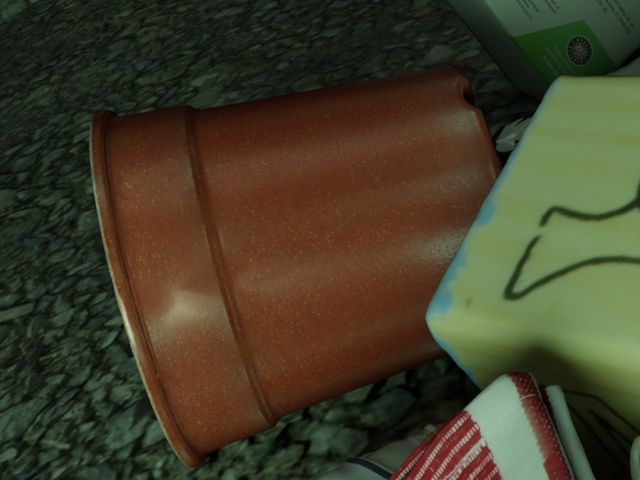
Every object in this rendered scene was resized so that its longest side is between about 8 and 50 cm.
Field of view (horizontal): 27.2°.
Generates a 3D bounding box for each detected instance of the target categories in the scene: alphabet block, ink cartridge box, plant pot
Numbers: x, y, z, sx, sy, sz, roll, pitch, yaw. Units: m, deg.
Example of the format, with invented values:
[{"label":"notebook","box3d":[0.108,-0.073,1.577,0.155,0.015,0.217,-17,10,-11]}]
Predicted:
[{"label":"alphabet block","box3d":[0.213,0.034,0.735,0.197,0.193,0.192,8,61,47]},{"label":"ink cartridge box","box3d":[0.255,-0.290,1.252,0.273,0.198,0.115,-44,27,-2]},{"label":"plant pot","box3d":[0.000,0.000,0.971,0.265,0.272,0.272,-16,27,2]}]

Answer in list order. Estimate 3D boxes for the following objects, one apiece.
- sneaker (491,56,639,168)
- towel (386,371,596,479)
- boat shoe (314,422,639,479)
[{"label":"sneaker","box3d":[0.256,-0.059,0.912,0.257,0.169,0.447,-32,2,8]},{"label":"towel","box3d":[0.009,0.231,0.578,0.329,0.037,0.237,-48,26,22]},{"label":"boat shoe","box3d":[0.138,0.172,0.685,0.156,0.136,0.367,-31,17,-18]}]
